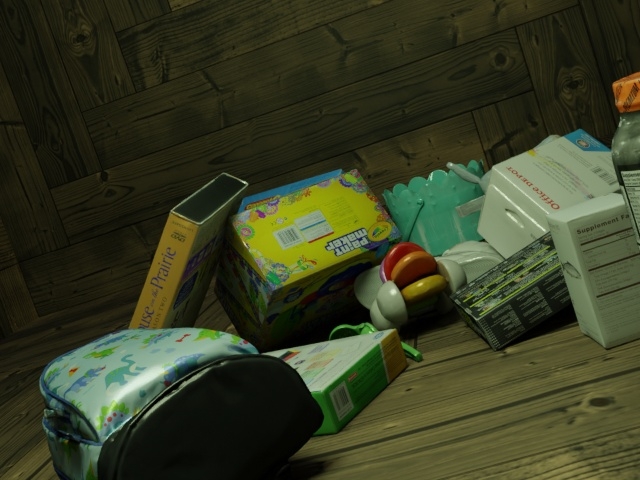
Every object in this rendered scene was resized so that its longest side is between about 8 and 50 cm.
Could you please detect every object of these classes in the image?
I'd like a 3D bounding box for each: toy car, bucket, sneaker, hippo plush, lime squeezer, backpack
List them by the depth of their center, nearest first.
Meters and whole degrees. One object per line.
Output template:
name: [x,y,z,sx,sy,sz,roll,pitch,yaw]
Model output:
backpack: [-0.219,0.235,1.204,0.290,0.273,0.355,-30,-1,-29]
lime squeezer: [0.057,0.176,1.567,0.310,0.059,0.110,-13,9,38]
toy car: [0.158,0.075,1.636,0.159,0.136,0.182,-22,-18,-13]
sneaker: [0.221,0.071,1.794,0.292,0.108,0.169,-7,8,17]
hippo plush: [0.470,-0.075,2.044,0.294,0.234,0.236,-16,-18,22]
bucket: [0.308,-0.077,2.353,0.281,0.183,0.281,-18,6,2]

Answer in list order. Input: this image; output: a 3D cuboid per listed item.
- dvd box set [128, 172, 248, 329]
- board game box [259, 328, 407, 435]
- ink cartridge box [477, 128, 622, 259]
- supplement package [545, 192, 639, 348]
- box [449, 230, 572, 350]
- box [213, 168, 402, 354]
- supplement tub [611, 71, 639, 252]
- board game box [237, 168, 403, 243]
dvd box set: [-0.267,0.101,1.714,0.062,0.420,0.307,24,20,4]
board game box: [-0.058,0.229,1.421,0.316,0.064,0.242,-14,8,34]
ink cartridge box: [0.437,-0.064,1.708,0.232,0.168,0.171,-22,49,-25]
supplement package: [0.388,0.037,1.246,0.105,0.179,0.105,-19,6,1]
box: [0.347,0.057,1.461,0.270,0.060,0.216,-33,8,0]
box: [-0.033,0.047,1.833,0.290,0.177,0.279,-22,-25,-24]
supplement tub: [0.440,-0.033,0.995,0.207,0.338,0.207,-18,7,2]
board game box: [0.000,0.000,2.108,0.308,0.302,0.086,-13,44,35]
